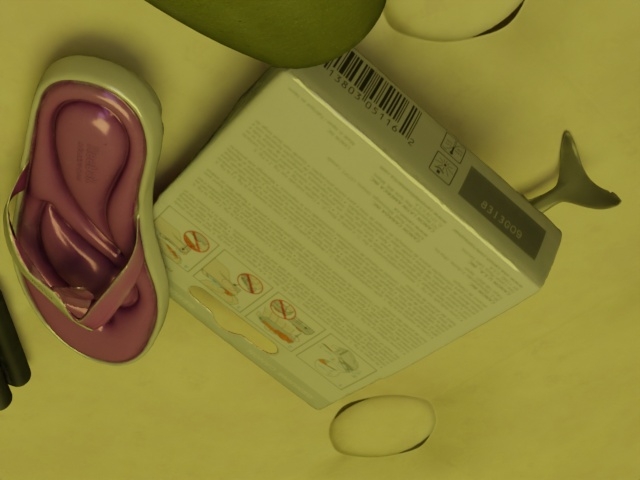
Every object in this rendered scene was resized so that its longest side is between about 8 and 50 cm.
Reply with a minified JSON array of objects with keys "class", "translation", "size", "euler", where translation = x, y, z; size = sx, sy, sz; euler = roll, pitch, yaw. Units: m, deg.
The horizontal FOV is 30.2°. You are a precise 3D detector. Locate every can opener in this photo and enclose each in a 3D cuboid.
[{"class":"can opener","translation":[-0.395,0.072,1.291],"size":[0.095,0.076,0.283],"euler":[18,141,19]}]

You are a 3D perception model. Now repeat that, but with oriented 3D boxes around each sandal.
[{"class":"sandal","translation":[-0.243,0.001,1.172],"size":[0.169,0.102,0.416],"euler":[14,135,6]}]

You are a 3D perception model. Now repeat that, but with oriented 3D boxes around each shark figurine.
[{"class":"shark figurine","translation":[0.157,-0.012,1.242],"size":[0.278,0.116,0.166],"euler":[-2,138,-4]}]

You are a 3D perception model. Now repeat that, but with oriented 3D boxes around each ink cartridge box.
[{"class":"ink cartridge box","translation":[0.000,0.000,1.192],"size":[0.308,0.091,0.385],"euler":[39,140,-12]}]

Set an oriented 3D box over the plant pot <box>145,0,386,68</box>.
[{"class":"plant pot","translation":[-0.054,-0.260,0.867],"size":[0.274,0.275,0.293],"euler":[-19,152,12]}]
